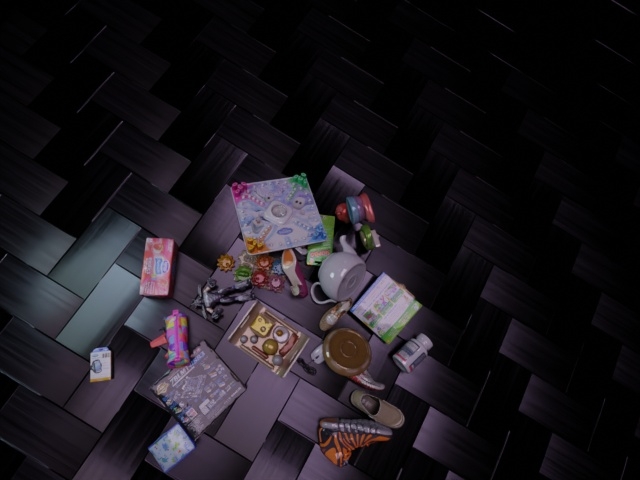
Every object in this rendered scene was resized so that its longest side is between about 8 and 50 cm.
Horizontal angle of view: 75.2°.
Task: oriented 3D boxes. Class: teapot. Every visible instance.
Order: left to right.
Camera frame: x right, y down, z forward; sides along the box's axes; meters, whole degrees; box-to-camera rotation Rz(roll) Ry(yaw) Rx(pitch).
[{"bbox_3d":[0.076,0.152,1.947,0.187,0.253,0.256,32,53,31],"label":"teapot"}]

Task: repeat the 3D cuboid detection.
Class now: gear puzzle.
[{"bbox_3d":[-0.321,0.126,1.968,0.338,0.044,0.176,15,74,-5],"label":"gear puzzle"}]

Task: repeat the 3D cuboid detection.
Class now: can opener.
[{"bbox_3d":[-0.174,-0.013,2.007,0.280,0.074,0.093,44,111,8],"label":"can opener"}]

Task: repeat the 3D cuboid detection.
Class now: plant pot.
[{"bbox_3d":[0.126,0.501,1.905,0.236,0.032,0.237,8,51,-9],"label":"plant pot"}]

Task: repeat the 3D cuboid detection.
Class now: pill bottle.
[{"bbox_3d":[0.438,0.527,1.956,0.180,0.108,0.108,-37,84,-16],"label":"pill bottle"}]

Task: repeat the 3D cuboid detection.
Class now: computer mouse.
[{"bbox_3d":[-0.007,0.526,1.917,0.193,0.042,0.106,-41,84,-16],"label":"computer mouse"}]

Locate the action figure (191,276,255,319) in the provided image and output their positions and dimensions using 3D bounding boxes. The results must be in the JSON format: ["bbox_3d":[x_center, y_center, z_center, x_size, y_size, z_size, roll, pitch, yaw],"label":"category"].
[{"bbox_3d":[-0.447,0.251,1.890,0.284,0.099,0.186,-14,85,-9],"label":"action figure"}]

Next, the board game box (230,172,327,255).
[{"bbox_3d":[-0.199,-0.141,1.992,0.389,0.050,0.390,-11,64,-17],"label":"board game box"}]

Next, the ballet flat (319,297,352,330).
[{"bbox_3d":[0.075,0.342,1.965,0.073,0.067,0.206,44,74,1],"label":"ballet flat"}]

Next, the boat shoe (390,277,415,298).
[{"bbox_3d":[0.396,0.244,2.052,0.170,0.063,0.059,47,61,4],"label":"boat shoe"}]

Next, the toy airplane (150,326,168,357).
[{"bbox_3d":[-0.671,0.452,1.834,0.151,0.028,0.151,3,74,-10],"label":"toy airplane"}]

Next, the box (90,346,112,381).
[{"bbox_3d":[-0.934,0.528,1.773,0.081,0.028,0.136,-4,74,-10],"label":"box"}]

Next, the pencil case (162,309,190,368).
[{"bbox_3d":[-0.611,0.423,1.774,0.104,0.105,0.237,-11,54,-12],"label":"pencil case"}]

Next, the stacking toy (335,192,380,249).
[{"bbox_3d":[0.168,-0.077,1.989,0.130,0.309,0.280,-15,89,-5],"label":"stacking toy"}]

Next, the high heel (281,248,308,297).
[{"bbox_3d":[-0.114,0.151,1.974,0.082,0.117,0.244,-25,71,16],"label":"high heel"}]

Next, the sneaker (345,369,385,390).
[{"bbox_3d":[0.199,0.615,1.905,0.225,0.088,0.093,31,68,-2],"label":"sneaker"}]

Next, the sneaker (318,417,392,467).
[{"bbox_3d":[0.150,0.882,1.807,0.320,0.124,0.180,1,82,12],"label":"sneaker"}]

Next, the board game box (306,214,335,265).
[{"bbox_3d":[0.000,0.000,2.059,0.124,0.039,0.260,7,73,-8],"label":"board game box"}]

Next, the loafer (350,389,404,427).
[{"bbox_3d":[0.262,0.766,1.872,0.268,0.092,0.102,27,73,-2],"label":"loafer"}]

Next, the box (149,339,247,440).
[{"bbox_3d":[-0.520,0.636,1.789,0.295,0.073,0.293,-43,85,-16],"label":"box"}]

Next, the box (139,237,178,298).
[{"bbox_3d":[-0.718,0.127,1.860,0.122,0.128,0.257,3,74,-8],"label":"box"}]

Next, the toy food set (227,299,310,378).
[{"bbox_3d":[-0.231,0.444,1.875,0.306,0.092,0.220,35,73,0],"label":"toy food set"}]

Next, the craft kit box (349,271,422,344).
[{"bbox_3d":[0.311,0.320,1.985,0.246,0.061,0.250,42,89,6],"label":"craft kit box"}]

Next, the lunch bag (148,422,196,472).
[{"bbox_3d":[-0.598,0.838,1.700,0.151,0.096,0.129,-41,85,6],"label":"lunch bag"}]
